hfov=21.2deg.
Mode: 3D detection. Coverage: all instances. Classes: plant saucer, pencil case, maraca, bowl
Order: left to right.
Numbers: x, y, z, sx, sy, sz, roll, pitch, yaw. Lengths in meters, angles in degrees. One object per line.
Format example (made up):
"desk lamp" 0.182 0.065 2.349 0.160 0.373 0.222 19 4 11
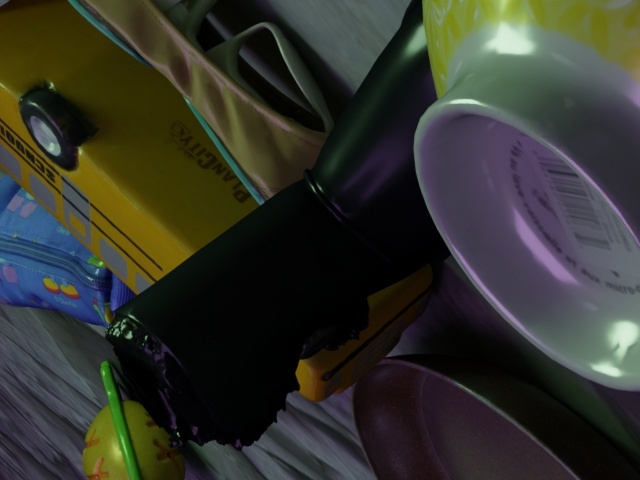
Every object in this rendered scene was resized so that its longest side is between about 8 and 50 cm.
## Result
"pencil case" -0.170 0.014 1.302 0.306 0.133 0.119 15 106 56
"maraca" -0.193 0.208 1.721 0.127 0.099 0.186 87 165 -54
"plant saucer" 0.141 0.183 1.052 0.310 0.050 0.311 43 158 22
"bowl" 0.125 -0.042 0.564 0.289 0.156 0.289 42 157 23

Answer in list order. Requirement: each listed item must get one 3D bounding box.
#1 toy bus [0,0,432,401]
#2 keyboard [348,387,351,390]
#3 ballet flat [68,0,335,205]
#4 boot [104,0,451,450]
"toy bus" -0.087 -0.030 1.055 0.332 0.108 0.130 41 152 19
"keyboard" -0.019 0.010 1.151 0.072 0.014 0.256 11 136 52
"ballet flat" -0.062 -0.111 0.967 0.232 0.073 0.080 47 -161 7
"boot" 0.000 0.000 0.816 0.094 0.207 0.246 47 158 11
